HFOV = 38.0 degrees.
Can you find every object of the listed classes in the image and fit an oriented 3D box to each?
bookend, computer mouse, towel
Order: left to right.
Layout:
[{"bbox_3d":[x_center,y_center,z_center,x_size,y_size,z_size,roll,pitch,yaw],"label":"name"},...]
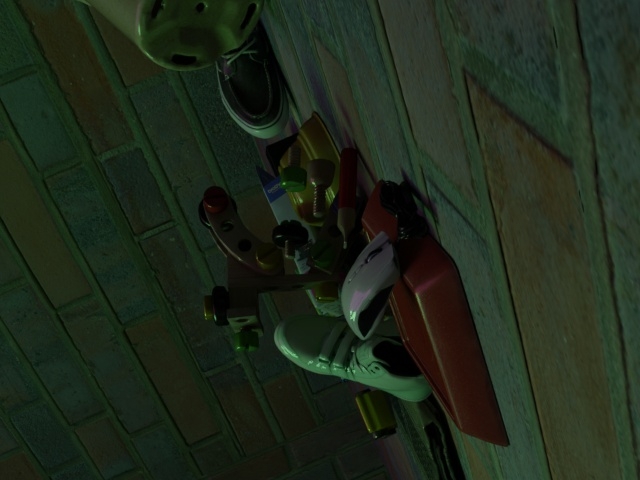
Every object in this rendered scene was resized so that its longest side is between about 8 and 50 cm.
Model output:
[{"bbox_3d":[-0.050,-0.128,1.916,0.156,0.072,0.157,148,98,-86],"label":"bookend"},{"bbox_3d":[0.059,0.030,1.020,0.106,0.042,0.193,-109,33,-52],"label":"computer mouse"},{"bbox_3d":[0.183,0.329,1.669,0.324,0.056,0.312,-116,8,-56],"label":"towel"}]

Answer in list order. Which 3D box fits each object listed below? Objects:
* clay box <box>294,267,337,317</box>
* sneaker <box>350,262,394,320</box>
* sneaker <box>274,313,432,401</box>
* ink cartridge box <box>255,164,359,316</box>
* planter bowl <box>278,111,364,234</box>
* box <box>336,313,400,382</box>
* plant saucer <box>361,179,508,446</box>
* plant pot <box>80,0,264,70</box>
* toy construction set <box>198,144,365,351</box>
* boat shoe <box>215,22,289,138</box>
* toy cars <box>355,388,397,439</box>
[{"bbox_3d":[0.035,0.144,1.715,0.222,0.053,0.127,62,-175,12],"label":"clay box"},{"bbox_3d":[0.072,0.062,1.383,0.215,0.084,0.083,79,174,-69],"label":"sneaker"},{"bbox_3d":[0.050,0.150,1.361,0.151,0.255,0.094,82,-152,-66],"label":"sneaker"},{"bbox_3d":[0.000,0.000,1.650,0.185,0.065,0.311,30,-152,-56],"label":"ink cartridge box"},{"bbox_3d":[-0.011,-0.093,1.522,0.217,0.090,0.217,157,90,-85],"label":"planter bowl"},{"bbox_3d":[0.076,0.165,1.539,0.137,0.126,0.072,76,171,-65],"label":"box"},{"bbox_3d":[0.124,0.087,1.104,0.259,0.047,0.259,-120,9,-62],"label":"plant saucer"},{"bbox_3d":[-0.255,-0.446,1.484,0.305,0.333,0.334,51,168,32],"label":"plant pot"},{"bbox_3d":[-0.041,0.031,1.318,0.309,0.257,0.237,140,137,-57],"label":"toy construction set"},{"bbox_3d":[-0.156,-0.349,1.744,0.119,0.121,0.335,67,-179,-70],"label":"boat shoe"},{"bbox_3d":[0.093,0.276,1.889,0.394,0.087,0.176,58,-169,-33],"label":"toy cars"}]
